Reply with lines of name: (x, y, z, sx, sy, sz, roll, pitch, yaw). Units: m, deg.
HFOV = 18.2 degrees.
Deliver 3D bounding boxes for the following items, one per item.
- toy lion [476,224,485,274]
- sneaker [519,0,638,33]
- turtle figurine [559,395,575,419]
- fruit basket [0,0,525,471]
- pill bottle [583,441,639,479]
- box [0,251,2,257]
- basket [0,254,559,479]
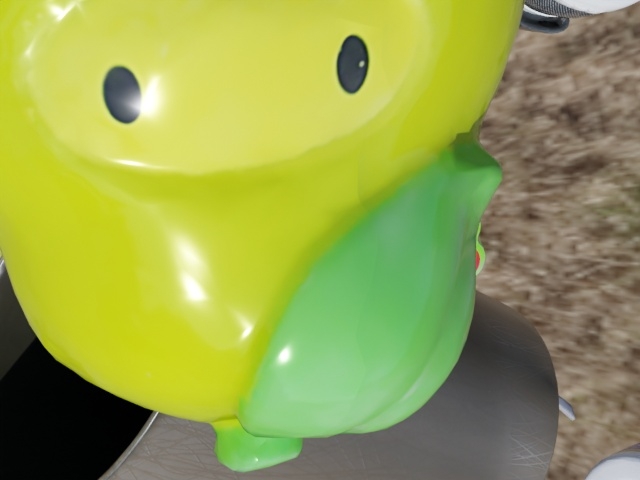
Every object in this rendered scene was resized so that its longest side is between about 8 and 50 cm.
toy lion: (0.000, 0.000, 0.650, 0.096, 0.034, 0.100, -36, 120, 14)
sneaker: (0.120, -0.176, 0.744, 0.079, 0.121, 0.217, 36, 80, -13)
turtle figurine: (0.051, 0.098, 1.865, 0.274, 0.198, 0.266, -24, 104, -35)
fruit basket: (-0.052, -0.145, 0.503, 0.392, 0.283, 0.392, 1, 57, -1)
pill bottle: (0.316, 0.221, 1.743, 0.186, 0.112, 0.112, -11, 93, -51)
box: (-0.130, -0.077, 1.158, 0.058, 0.087, 0.232, 4, 69, 16)
basket: (-0.018, 0.065, 0.896, 0.227, 0.204, 0.154, 18, 43, -36)
